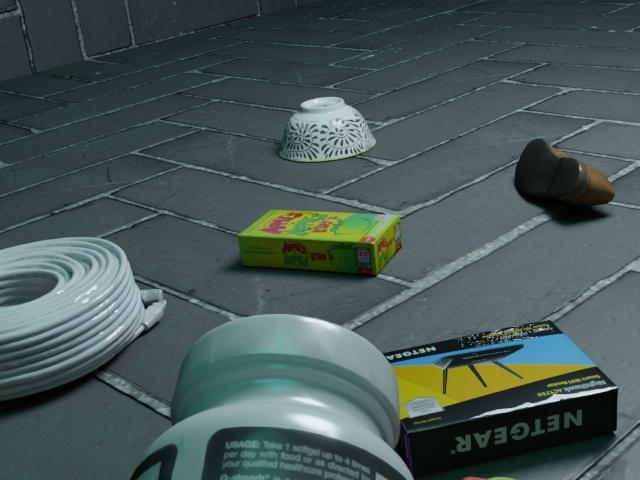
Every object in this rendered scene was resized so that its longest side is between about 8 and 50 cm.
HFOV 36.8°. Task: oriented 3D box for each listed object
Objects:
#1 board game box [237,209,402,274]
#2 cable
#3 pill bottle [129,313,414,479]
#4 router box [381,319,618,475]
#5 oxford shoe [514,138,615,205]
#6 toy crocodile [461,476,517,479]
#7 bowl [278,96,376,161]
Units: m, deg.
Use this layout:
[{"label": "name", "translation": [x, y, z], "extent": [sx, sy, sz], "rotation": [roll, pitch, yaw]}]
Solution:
[{"label": "board game box", "translation": [0.000, 0.000, 1.192], "extent": [0.181, 0.043, 0.092], "rotation": [3, 24, 25]}, {"label": "cable", "translation": [-0.319, 0.080, 1.029], "extent": [0.257, 0.089, 0.257], "rotation": [0, 23, 16]}, {"label": "pill bottle", "translation": [-0.028, 0.182, 0.474], "extent": [0.162, 0.162, 0.278], "rotation": [-3, 43, 10]}, {"label": "router box", "translation": [0.141, 0.129, 0.820], "extent": [0.178, 0.046, 0.133], "rotation": [-11, 22, -9]}, {"label": "oxford shoe", "translation": [0.323, -0.083, 1.293], "extent": [0.076, 0.076, 0.212], "rotation": [19, 13, -17]}, {"label": "toy crocodile", "translation": [0.155, 0.198, 0.561], "extent": [0.340, 0.105, 0.115], "rotation": [9, 27, 34]}, {"label": "bowl", "translation": [0.007, -0.196, 1.634], "extent": [0.170, 0.080, 0.170], "rotation": [-6, 21, 2]}]
